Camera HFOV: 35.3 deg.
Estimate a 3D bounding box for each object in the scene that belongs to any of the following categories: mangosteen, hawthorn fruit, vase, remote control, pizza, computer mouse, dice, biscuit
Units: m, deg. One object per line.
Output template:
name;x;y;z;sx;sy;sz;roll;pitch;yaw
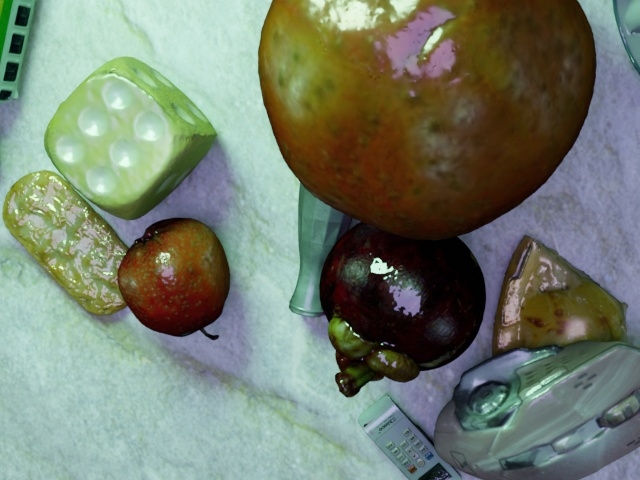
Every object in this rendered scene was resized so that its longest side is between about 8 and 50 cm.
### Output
mangosteen;0.095;0.093;1.321;0.228;0.228;0.265;29;67;4
hawthorn fruit;-0.195;0.067;1.421;0.157;0.157;0.194;-21;112;11
vase;0.000;0.000;1.412;0.086;0.086;0.214;12;104;7
remote control;0.131;0.300;1.458;0.065;0.029;0.166;-41;95;10
pizza;0.329;0.095;1.374;0.188;0.080;0.204;-1;97;7
computer mouse;0.329;0.236;1.334;0.389;0.115;0.199;-25;118;22
hawthorn fruit;0.122;-0.222;1.190;0.402;0.403;0.403;1;98;8
dice;-0.260;-0.140;1.382;0.166;0.169;0.169;43;102;1
biscuit;-0.368;0.004;1.490;0.118;0.029;0.247;-44;90;11

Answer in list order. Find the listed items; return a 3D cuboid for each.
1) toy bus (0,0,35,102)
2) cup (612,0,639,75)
toy bus;-0.480;-0.328;1.392;0.133;0.164;0.276;20;100;20
cup;0.480;-0.290;1.261;0.173;0.167;0.300;-22;121;1
